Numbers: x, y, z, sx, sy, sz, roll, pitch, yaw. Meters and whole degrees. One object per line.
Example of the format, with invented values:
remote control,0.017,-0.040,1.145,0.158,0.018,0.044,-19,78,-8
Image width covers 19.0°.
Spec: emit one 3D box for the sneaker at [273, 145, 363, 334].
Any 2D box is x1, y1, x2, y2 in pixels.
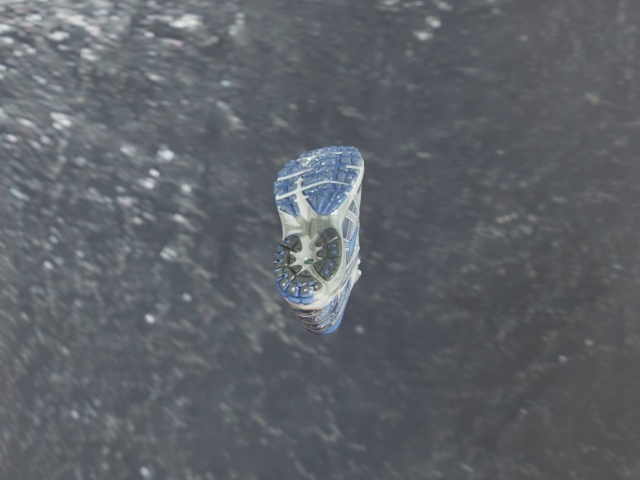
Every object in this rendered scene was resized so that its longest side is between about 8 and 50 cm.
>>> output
sneaker,0.000,0.000,1.116,0.052,0.135,0.058,-3,133,15
